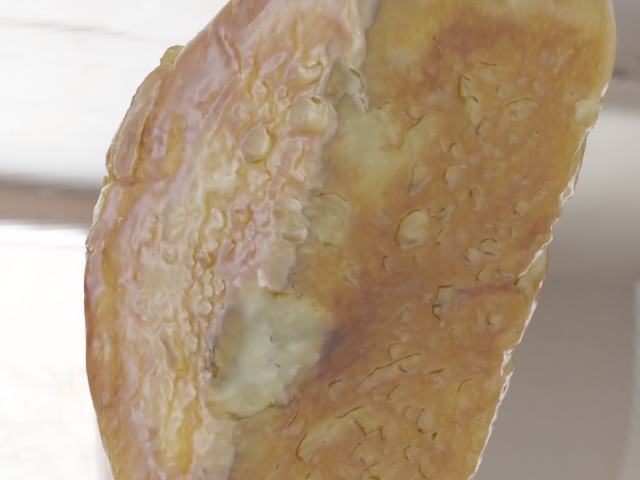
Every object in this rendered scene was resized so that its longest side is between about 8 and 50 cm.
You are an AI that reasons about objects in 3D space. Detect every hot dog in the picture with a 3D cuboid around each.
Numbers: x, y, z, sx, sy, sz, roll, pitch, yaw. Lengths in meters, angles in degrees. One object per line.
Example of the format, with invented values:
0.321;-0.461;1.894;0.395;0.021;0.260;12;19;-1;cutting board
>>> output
0.000;0.000;0.749;0.150;0.257;0.153;16;-175;-33;hot dog
